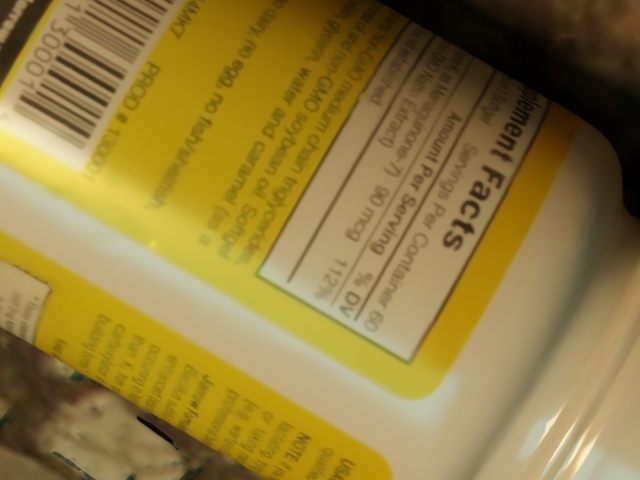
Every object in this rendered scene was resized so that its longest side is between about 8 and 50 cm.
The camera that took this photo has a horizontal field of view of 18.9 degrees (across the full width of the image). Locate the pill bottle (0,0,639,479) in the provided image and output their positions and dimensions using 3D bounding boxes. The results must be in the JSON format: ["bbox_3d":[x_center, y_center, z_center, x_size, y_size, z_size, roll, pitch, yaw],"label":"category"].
[{"bbox_3d":[0.000,0.000,0.482,0.208,0.119,0.119,30,133,1],"label":"pill bottle"}]
